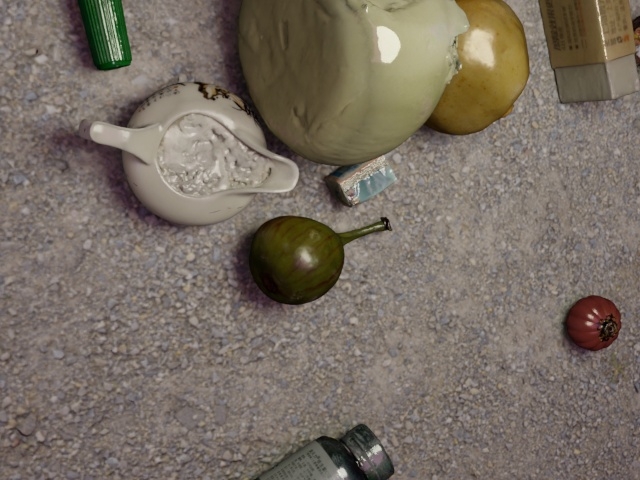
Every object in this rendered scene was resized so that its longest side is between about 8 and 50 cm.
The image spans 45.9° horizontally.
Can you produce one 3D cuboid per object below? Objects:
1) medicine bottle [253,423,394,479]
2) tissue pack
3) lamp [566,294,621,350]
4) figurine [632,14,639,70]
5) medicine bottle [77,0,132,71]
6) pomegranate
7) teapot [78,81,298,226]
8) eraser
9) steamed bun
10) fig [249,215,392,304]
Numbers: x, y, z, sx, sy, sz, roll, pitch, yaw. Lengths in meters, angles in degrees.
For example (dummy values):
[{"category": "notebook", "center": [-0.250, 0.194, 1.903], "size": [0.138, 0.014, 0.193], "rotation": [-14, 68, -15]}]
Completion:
[{"category": "medicine bottle", "center": [-0.023, 0.421, 1.242], "size": [0.293, 0.141, 0.141], "rotation": [-30, 107, -14]}, {"category": "tissue pack", "center": [0.064, -0.100, 1.240], "size": [0.094, 0.074, 0.059], "rotation": [-34, 111, -11]}, {"category": "lamp", "center": [0.521, 0.158, 1.443], "size": [0.107, 0.092, 0.107], "rotation": [-3, 98, -23]}, {"category": "figurine", "center": [0.630, -0.343, 1.339], "size": [0.174, 0.240, 0.116], "rotation": [23, 108, -21]}, {"category": "medicine bottle", "center": [-0.319, -0.393, 1.049], "size": [0.111, 0.076, 0.309], "rotation": [-14, 103, -18]}, {"category": "pomegranate", "center": [0.223, -0.283, 1.202], "size": [0.233, 0.233, 0.233], "rotation": [-3, 99, -21]}, {"category": "teapot", "center": [-0.196, -0.124, 1.093], "size": [0.299, 0.166, 0.208], "rotation": [7, 108, -27]}, {"category": "eraser", "center": [0.456, -0.414, 1.311], "size": [0.078, 0.144, 0.343], "rotation": [-20, 105, -19]}, {"category": "steamed bun", "center": [0.041, -0.276, 1.073], "size": [0.233, 0.312, 0.334], "rotation": [-12, 70, -31]}, {"category": "fig", "center": [0.000, 0.000, 1.214], "size": [0.259, 0.151, 0.151], "rotation": [-37, 111, -39]}]
